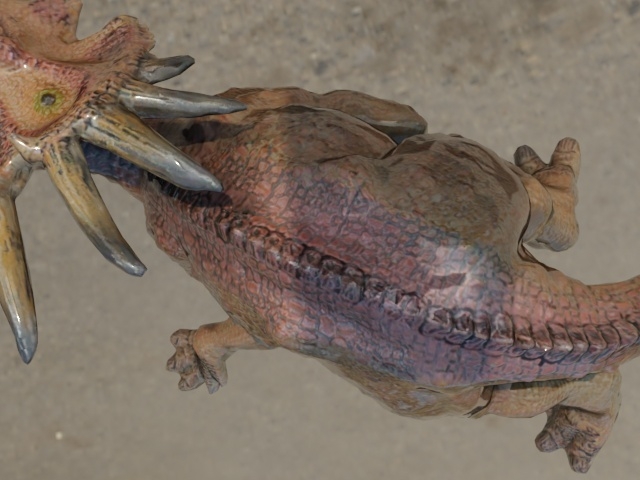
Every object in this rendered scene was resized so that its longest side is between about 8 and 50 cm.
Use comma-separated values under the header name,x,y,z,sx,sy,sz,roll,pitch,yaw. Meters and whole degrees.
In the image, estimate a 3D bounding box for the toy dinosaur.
name,x,y,z,sx,sy,sz,roll,pitch,yaw
toy dinosaur,0.000,0.000,0.442,0.296,0.127,0.200,13,176,23
